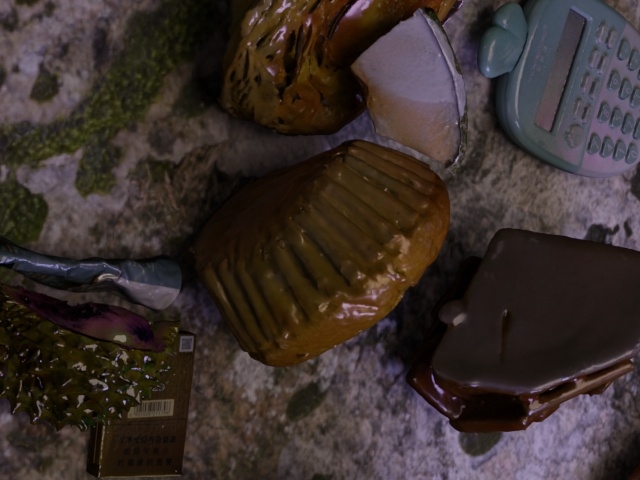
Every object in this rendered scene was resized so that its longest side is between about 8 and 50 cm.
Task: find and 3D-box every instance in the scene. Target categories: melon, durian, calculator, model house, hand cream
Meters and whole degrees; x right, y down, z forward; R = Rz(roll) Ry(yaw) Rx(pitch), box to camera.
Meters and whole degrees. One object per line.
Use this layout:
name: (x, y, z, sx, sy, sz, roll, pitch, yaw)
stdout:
melon: (0.089, -0.117, 1.446, 0.093, 0.202, 0.139, -24, 71, -2)
durian: (-0.198, 0.107, 1.325, 0.187, 0.108, 0.119, 16, 88, -27)
calculator: (0.266, -0.168, 1.697, 0.295, 0.042, 0.184, 23, 83, -40)
model house: (0.214, 0.105, 1.611, 0.229, 0.220, 0.199, 90, 22, -69)
hand cream: (-0.215, 0.015, 1.340, 0.248, 0.075, 0.052, 17, 82, -41)

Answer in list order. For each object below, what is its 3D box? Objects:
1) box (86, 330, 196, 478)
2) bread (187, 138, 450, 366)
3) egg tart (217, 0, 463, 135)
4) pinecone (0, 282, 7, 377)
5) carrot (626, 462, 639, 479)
box: (-0.159, 0.146, 1.431, 0.090, 0.023, 0.133, 2, 96, -39)
bread: (0.004, 0.002, 1.406, 0.240, 0.240, 0.139, -45, 106, -23)
egg tart: (0.013, -0.228, 1.419, 0.297, 0.132, 0.297, -29, 151, -18)
pinecone: (-0.341, 0.021, 1.133, 0.243, 0.257, 0.243, -2, 90, -76)
carrot: (0.376, 0.360, 1.793, 0.254, 0.196, 0.196, -39, 119, -16)
